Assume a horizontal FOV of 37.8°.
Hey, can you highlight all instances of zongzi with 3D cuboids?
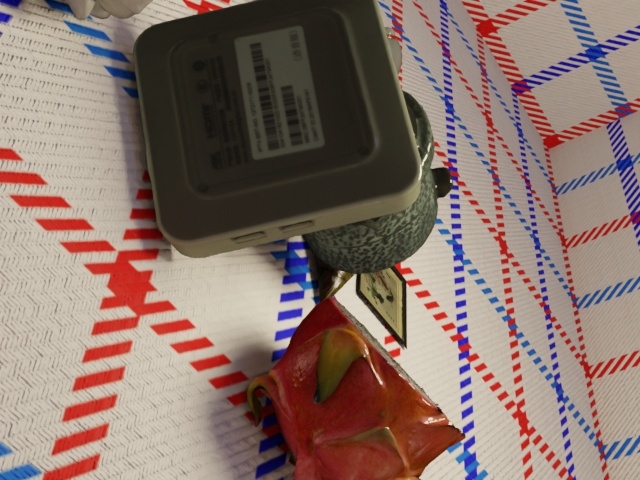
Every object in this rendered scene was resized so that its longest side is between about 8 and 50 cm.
[{"bbox_3d":[0.000,0.000,1.678,0.187,0.084,0.184,53,46,-4],"label":"zongzi"}]

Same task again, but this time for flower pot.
[{"bbox_3d":[0.061,-0.107,1.491,0.283,0.299,0.299,64,18,-49],"label":"flower pot"}]

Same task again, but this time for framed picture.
[{"bbox_3d":[0.129,0.096,1.913,0.195,0.010,0.199,50,29,-33],"label":"framed picture"}]

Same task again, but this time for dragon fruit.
[{"bbox_3d":[0.034,0.253,1.340,0.305,0.226,0.305,44,1,-1],"label":"dragon fruit"}]

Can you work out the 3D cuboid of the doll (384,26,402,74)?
[{"bbox_3d":[0.135,-0.405,2.227,0.336,0.105,0.200,-73,173,-53],"label":"doll"}]

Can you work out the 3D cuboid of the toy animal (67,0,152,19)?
[{"bbox_3d":[-0.335,-0.431,1.231,0.265,0.206,0.272,32,41,-34],"label":"toy animal"}]

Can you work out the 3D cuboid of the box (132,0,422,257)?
[{"bbox_3d":[-0.070,-0.180,1.330,0.090,0.373,0.367,76,1,-66],"label":"box"}]
